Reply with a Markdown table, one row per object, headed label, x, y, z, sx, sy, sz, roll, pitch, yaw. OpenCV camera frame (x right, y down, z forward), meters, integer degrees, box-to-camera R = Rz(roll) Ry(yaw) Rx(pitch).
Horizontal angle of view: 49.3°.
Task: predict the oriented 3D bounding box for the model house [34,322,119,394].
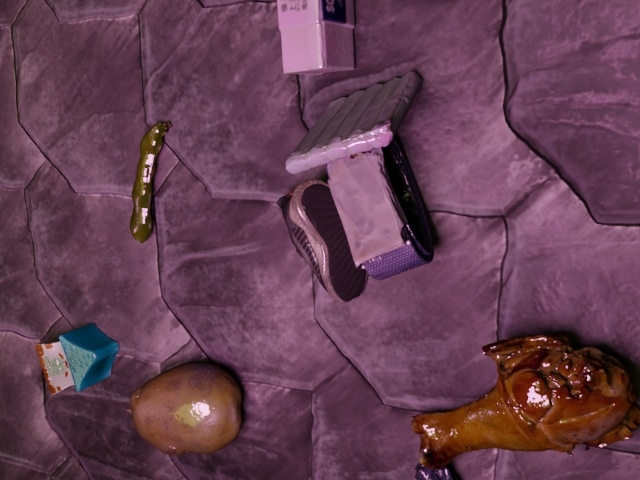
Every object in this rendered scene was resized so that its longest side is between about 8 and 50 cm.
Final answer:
| label | x | y | z | sx | sy | sz | roll | pitch | yaw |
| --- | --- | --- | --- | --- | --- | --- | --- | --- | --- |
| model house | -0.522 | 0.255 | 1.518 | 0.149 | 0.100 | 0.127 | -16 | 93 | 27 |

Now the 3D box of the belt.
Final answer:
| label | x | y | z | sx | sy | sz | roll | pitch | yaw |
| --- | --- | --- | --- | --- | --- | --- | --- | --- | --- |
| belt | 0.086 | -0.054 | 1.112 | 0.126 | 0.140 | 0.230 | -21 | 85 | 30 |

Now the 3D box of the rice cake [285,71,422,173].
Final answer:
| label | x | y | z | sx | sy | sz | roll | pitch | yaw |
| --- | --- | --- | --- | --- | --- | --- | --- | --- | --- |
| rice cake | 0.056 | -0.181 | 1.076 | 0.189 | 0.198 | 0.037 | -15 | 119 | 27 |

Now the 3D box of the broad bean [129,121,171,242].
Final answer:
| label | x | y | z | sx | sy | sz | roll | pitch | yaw |
| --- | --- | --- | --- | --- | --- | --- | --- | --- | --- |
| broad bean | -0.343 | -0.114 | 1.379 | 0.053 | 0.052 | 0.256 | 10 | 106 | -17 |

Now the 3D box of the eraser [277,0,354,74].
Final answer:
| label | x | y | z | sx | sy | sz | roll | pitch | yaw |
| --- | --- | --- | --- | --- | --- | --- | --- | --- | --- |
| eraser | -0.006 | -0.410 | 1.096 | 0.086 | 0.130 | 0.287 | 2 | 102 | 30 |

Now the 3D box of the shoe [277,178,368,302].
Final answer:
| label | x | y | z | sx | sy | sz | roll | pitch | yaw |
| --- | --- | --- | --- | --- | --- | --- | --- | --- | --- |
| shoe | 0.000 | 0.000 | 1.202 | 0.112 | 0.099 | 0.227 | 8 | 126 | 55 |

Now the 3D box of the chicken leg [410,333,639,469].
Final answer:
| label | x | y | z | sx | sy | sz | roll | pitch | yaw |
| --- | --- | --- | --- | --- | --- | --- | --- | --- | --- |
| chicken leg | 0.289 | 0.247 | 1.068 | 0.361 | 0.140 | 0.211 | -17 | 100 | 26 |

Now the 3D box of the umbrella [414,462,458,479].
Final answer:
| label | x | y | z | sx | sy | sz | roll | pitch | yaw |
| --- | --- | --- | --- | --- | --- | --- | --- | --- | --- |
| umbrella | 0.241 | 0.484 | 1.181 | 0.071 | 0.071 | 0.248 | -33 | 83 | 29 |

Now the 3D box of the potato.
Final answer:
| label | x | y | z | sx | sy | sz | roll | pitch | yaw |
| --- | --- | --- | --- | --- | --- | --- | --- | --- | --- |
| potato | -0.271 | 0.332 | 1.373 | 0.251 | 0.159 | 0.174 | -8 | 70 | 17 |
